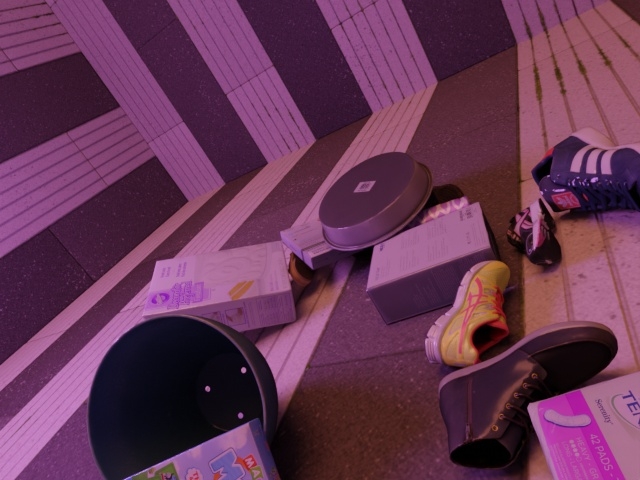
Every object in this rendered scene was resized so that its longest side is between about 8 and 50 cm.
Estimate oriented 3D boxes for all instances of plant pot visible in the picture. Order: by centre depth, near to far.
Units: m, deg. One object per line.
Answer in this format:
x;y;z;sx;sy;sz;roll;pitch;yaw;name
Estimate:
-0.188;0.263;0.753;0.290;0.290;0.195;-28;-14;10;plant pot

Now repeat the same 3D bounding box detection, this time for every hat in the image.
0.185;-0.097;1.185;0.331;0.134;0.331;-27;22;12;hat

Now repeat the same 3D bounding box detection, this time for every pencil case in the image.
0.241;-0.026;1.005;0.206;0.086;0.088;-19;-13;18;pencil case

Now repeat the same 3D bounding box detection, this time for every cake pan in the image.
0.114;-0.102;1.072;0.293;0.054;0.293;-27;32;19;cake pan

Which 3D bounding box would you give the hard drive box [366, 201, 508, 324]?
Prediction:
0.215;0.041;0.886;0.232;0.089;0.181;-22;22;23;hard drive box

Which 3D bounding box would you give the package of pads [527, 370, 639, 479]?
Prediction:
0.310;0.216;0.333;0.229;0.101;0.296;-25;22;18;package of pads

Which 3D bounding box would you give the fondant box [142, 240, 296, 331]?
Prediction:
-0.238;0.119;1.131;0.330;0.096;0.238;-10;29;-6;fondant box

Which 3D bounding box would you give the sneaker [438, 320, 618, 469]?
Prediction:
0.244;0.183;0.533;0.222;0.083;0.118;-35;15;22;sneaker

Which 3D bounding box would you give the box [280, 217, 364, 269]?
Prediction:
0.000;0.000;1.182;0.145;0.038;0.186;-21;30;-22;box

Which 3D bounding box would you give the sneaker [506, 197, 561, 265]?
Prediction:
0.371;-0.004;0.824;0.077;0.072;0.178;-33;9;34;sneaker

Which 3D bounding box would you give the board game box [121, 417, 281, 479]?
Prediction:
-0.147;0.352;0.606;0.211;0.160;0.039;-28;-17;10;board game box

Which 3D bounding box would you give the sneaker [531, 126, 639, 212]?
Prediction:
0.474;-0.090;0.794;0.148;0.131;0.350;-34;14;15;sneaker

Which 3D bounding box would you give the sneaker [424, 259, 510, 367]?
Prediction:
0.249;0.115;0.704;0.094;0.081;0.208;7;49;49;sneaker

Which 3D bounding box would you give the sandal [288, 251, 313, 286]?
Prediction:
-0.061;0.067;1.232;0.079;0.088;0.240;-48;12;20;sandal
